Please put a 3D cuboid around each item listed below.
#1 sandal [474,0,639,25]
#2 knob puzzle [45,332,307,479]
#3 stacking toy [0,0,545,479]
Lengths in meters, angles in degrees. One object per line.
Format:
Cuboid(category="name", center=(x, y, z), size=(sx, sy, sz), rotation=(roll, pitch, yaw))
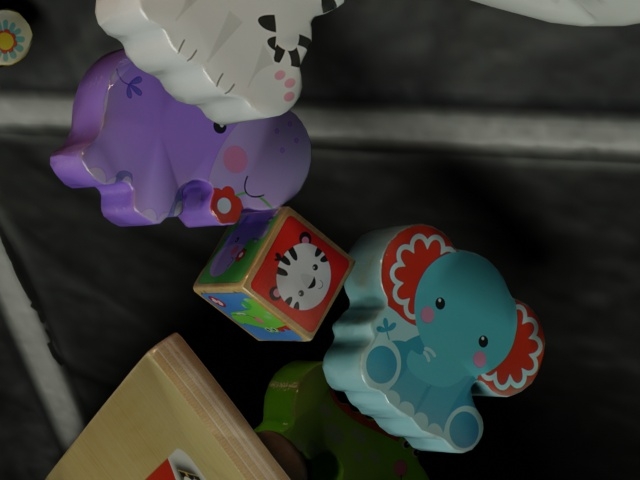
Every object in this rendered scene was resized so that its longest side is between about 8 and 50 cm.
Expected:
Cuboid(category="sandal", center=(-0.006, -0.195, 0.241), size=(0.169, 0.102, 0.416), rotation=(22, 153, 25))
Cuboid(category="knob puzzle", center=(0.004, 0.120, 0.527), size=(0.213, 0.030, 0.213), rotation=(42, 153, 27))
Cuboid(category="stacking toy", center=(0.000, 0.000, 0.439), size=(0.221, 0.052, 0.167), rotation=(40, 157, -27))
